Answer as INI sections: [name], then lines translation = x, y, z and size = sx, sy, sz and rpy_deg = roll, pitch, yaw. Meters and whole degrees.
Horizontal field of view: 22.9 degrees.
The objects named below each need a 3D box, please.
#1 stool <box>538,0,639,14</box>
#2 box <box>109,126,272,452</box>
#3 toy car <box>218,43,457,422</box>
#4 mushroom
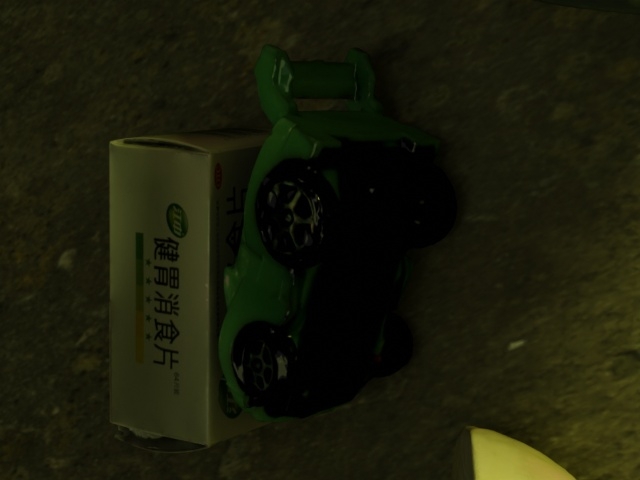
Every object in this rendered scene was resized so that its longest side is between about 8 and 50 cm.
[stool]
translation = 0.278, -0.363, 1.291
size = 0.297, 0.297, 0.330
rpy_deg = 15, 110, 33
[box]
translation = -0.123, 0.049, 1.697
size = 0.145, 0.173, 0.333
rpy_deg = 8, 102, 35
[toy car]
translation = 0.000, 0.000, 1.583
size = 0.176, 0.213, 0.358
rpy_deg = 32, 117, 37
[mushroom]
translation = 0.210, 0.278, 1.544
size = 0.162, 0.173, 0.236
rpy_deg = 5, 147, -1
